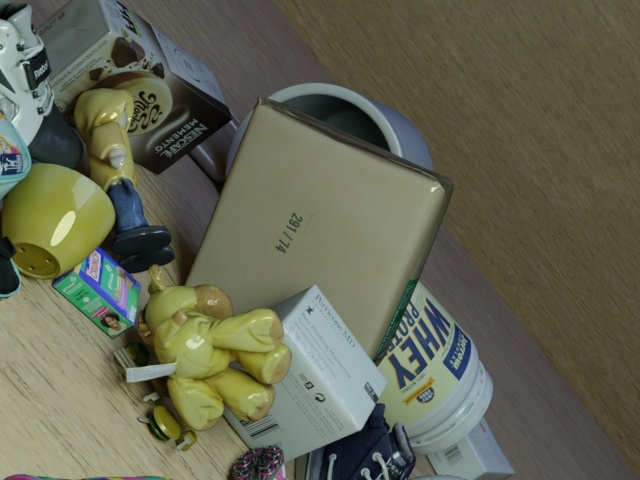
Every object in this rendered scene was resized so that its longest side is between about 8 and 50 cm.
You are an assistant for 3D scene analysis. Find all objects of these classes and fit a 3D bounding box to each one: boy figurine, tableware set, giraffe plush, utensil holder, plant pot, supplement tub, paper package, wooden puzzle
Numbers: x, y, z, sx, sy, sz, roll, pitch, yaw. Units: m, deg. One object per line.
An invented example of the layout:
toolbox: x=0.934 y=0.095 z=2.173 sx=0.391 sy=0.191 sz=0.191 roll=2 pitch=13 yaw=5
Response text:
boy figurine: x=-0.281 y=-0.092 z=1.599 sx=0.177 sy=0.092 sz=0.285 roll=90 pitch=-16 yaw=-58
tableware set: x=-0.206 y=0.195 z=1.413 sx=0.154 sy=0.024 sz=0.104 roll=55 pitch=13 yaw=5
giraffe plush: x=-0.157 y=0.121 z=1.430 sx=0.210 sy=0.181 sz=0.170 roll=10 pitch=24 yaw=-27
utensil holder: x=0.036 y=-0.123 z=2.178 sx=0.327 sy=0.328 sz=0.385 roll=56 pitch=14 yaw=7
plant pot: x=-0.321 y=-0.011 z=1.343 sx=0.134 sy=0.134 sz=0.095 roll=44 pitch=42 yaw=-31
supplement tub: x=0.120 y=0.188 z=1.933 sx=0.325 sy=0.235 sz=0.235 roll=47 pitch=18 yaw=-23
paper package: x=0.000 y=0.000 z=1.674 sx=0.310 sy=0.324 sz=0.168 roll=26 pitch=10 yaw=15
wooden puzzle: x=-0.238 y=-0.233 z=2.128 sx=0.221 sy=0.044 sz=0.238 roll=49 pitch=22 yaw=-19

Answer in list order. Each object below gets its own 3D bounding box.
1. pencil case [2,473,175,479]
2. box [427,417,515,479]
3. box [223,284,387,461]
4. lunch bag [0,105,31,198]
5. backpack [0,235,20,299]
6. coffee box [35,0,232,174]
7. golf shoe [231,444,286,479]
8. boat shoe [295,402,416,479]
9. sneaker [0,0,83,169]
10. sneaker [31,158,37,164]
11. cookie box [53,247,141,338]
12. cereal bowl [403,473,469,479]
pencil case: x=-0.219 y=0.274 z=1.099 sx=0.236 sy=0.104 sz=0.104 roll=26 pitch=32 yaw=-61
box: x=0.281 y=0.412 z=2.185 sx=0.170 sy=0.091 sz=0.130 roll=24 pitch=34 yaw=-59
box: x=-0.041 y=0.188 z=1.548 sx=0.181 sy=0.182 sz=0.119 roll=53 pitch=34 yaw=-10
lunch bag: x=-0.454 y=-0.146 z=1.244 sx=0.279 sy=0.108 sz=0.224 roll=56 pitch=17 yaw=6
backpack: x=-0.395 y=0.002 z=1.048 sx=0.165 sy=0.144 sz=0.188 roll=68 pitch=14 yaw=10
coffee box: x=-0.297 y=-0.240 z=1.752 sx=0.297 sy=0.168 sz=0.119 roll=31 pitch=29 yaw=-52
golf shoe: x=-0.076 y=0.331 z=1.447 sx=0.186 sy=0.068 sz=0.086 roll=-84 pitch=164 yaw=-67
boat shoe: x=0.050 y=0.356 z=1.553 sx=0.127 sy=0.158 sz=0.340 roll=47 pitch=18 yaw=-24
sneaker: x=-0.406 y=-0.228 z=1.480 sx=0.330 sy=0.146 sz=0.122 roll=47 pitch=17 yaw=-31
sneaker: x=-0.358 y=-0.067 z=1.422 sx=0.089 sy=0.051 sz=0.170 roll=45 pitch=3 yaw=41
cookie box: x=-0.281 y=0.057 z=1.438 sx=0.107 sy=0.040 sz=0.092 roll=45 pitch=20 yaw=-26
cereal bowl: x=0.204 y=0.466 z=1.478 sx=0.339 sy=0.141 sz=0.339 roll=40 pitch=41 yaw=-45
